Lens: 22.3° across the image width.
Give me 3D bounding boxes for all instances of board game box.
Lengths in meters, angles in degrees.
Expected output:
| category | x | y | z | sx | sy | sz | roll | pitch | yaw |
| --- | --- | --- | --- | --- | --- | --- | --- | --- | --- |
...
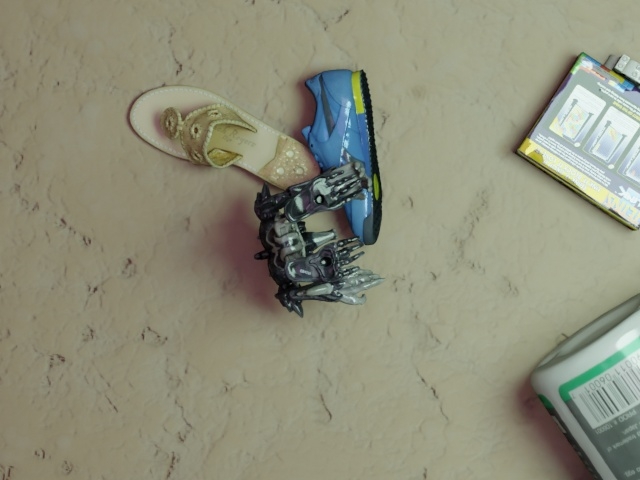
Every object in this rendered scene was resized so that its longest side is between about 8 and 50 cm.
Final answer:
| category | x | y | z | sx | sy | sz | roll | pitch | yaw |
| --- | --- | --- | --- | --- | --- | --- | --- | --- | --- |
| board game box | 0.336 | -0.115 | 1.898 | 0.170 | 0.048 | 0.141 | 34 | 93 | 2 |

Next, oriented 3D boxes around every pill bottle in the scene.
| category | x | y | z | sx | sy | sz | roll | pitch | yaw |
| --- | --- | --- | --- | --- | --- | --- | --- | --- | --- |
| pill bottle | 0.412 | 0.245 | 1.815 | 0.204 | 0.204 | 0.361 | -34 | 89 | 1 |

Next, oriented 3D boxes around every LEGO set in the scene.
| category | x | y | z | sx | sy | sz | roll | pitch | yaw |
| --- | --- | --- | --- | --- | --- | --- | --- | --- | --- |
| LEGO set | 0.448 | -0.177 | 1.871 | 0.227 | 0.093 | 0.087 | 32 | 91 | 2 |

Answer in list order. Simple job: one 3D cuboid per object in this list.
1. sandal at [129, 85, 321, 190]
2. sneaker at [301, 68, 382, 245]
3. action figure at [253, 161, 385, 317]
| category | x | y | z | sx | sy | sz | roll | pitch | yaw |
| --- | --- | --- | --- | --- | --- | --- | --- | --- | --- |
| sandal | -0.112 | -0.122 | 1.898 | 0.240 | 0.079 | 0.088 | 22 | 90 | 2 |
| sneaker | 0.025 | -0.095 | 1.903 | 0.082 | 0.069 | 0.209 | -8 | 88 | 9 |
| action figure | 0.000 | 0.000 | 1.807 | 0.141 | 0.276 | 0.164 | -10 | 88 | -9 |
